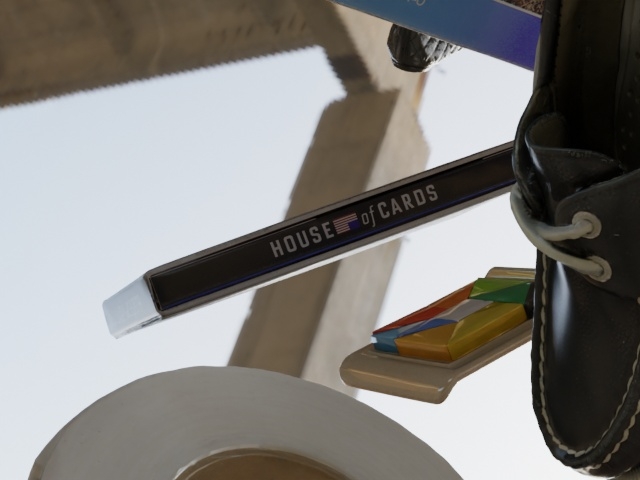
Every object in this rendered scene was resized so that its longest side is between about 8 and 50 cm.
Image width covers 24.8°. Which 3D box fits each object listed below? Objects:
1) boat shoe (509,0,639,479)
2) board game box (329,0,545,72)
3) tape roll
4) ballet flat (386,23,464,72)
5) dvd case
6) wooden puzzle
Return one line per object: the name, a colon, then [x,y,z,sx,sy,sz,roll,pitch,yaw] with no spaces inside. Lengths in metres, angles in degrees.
boat shoe: [0.118,-0.040,0.564,0.091,0.114,0.303,-2,-71,-30]
board game box: [0.118,-0.236,0.656,0.232,0.141,0.291,13,-61,-31]
tape roll: [-0.033,0.201,0.810,0.286,0.286,0.100,22,-56,-2]
ballet flat: [0.108,-0.191,1.247,0.057,0.173,0.049,22,-57,16]
dvd case: [0.000,0.000,0.834,0.179,0.238,0.030,154,-84,-73]
wooden puzzle: [0.157,0.089,1.561,0.221,0.238,0.044,2,-60,62]
